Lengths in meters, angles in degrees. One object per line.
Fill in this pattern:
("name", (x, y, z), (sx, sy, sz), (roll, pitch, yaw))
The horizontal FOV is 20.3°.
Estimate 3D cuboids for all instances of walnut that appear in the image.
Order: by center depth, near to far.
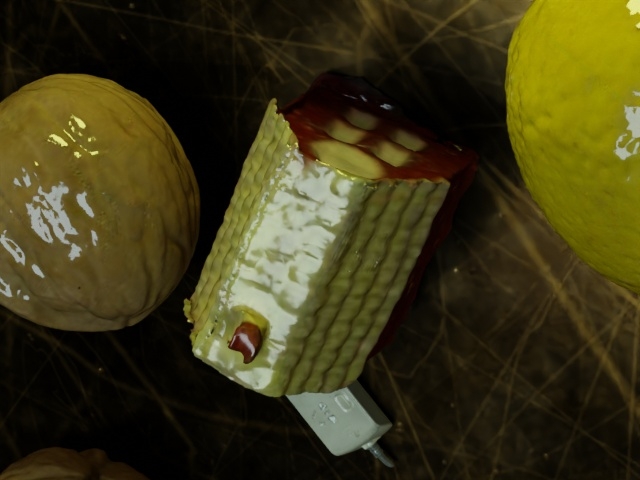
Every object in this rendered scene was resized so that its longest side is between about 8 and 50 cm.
("walnut", (-0.207, -0.027, 1.513), (0.228, 0.228, 0.228), (11, 116, 23))
("walnut", (-0.238, 0.299, 1.685), (0.213, 0.213, 0.213), (11, 116, 23))

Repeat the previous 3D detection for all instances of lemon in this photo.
("lemon", (0.256, -0.079, 1.215), (0.253, 0.253, 0.310), (-11, 135, 31))

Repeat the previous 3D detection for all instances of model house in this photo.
("model house", (0.000, 0.000, 1.370), (0.160, 0.254, 0.196), (27, 110, 7))

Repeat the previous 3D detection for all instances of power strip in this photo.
("power strip", (-0.017, 0.104, 1.575), (0.060, 0.027, 0.253), (-38, 91, 35))
